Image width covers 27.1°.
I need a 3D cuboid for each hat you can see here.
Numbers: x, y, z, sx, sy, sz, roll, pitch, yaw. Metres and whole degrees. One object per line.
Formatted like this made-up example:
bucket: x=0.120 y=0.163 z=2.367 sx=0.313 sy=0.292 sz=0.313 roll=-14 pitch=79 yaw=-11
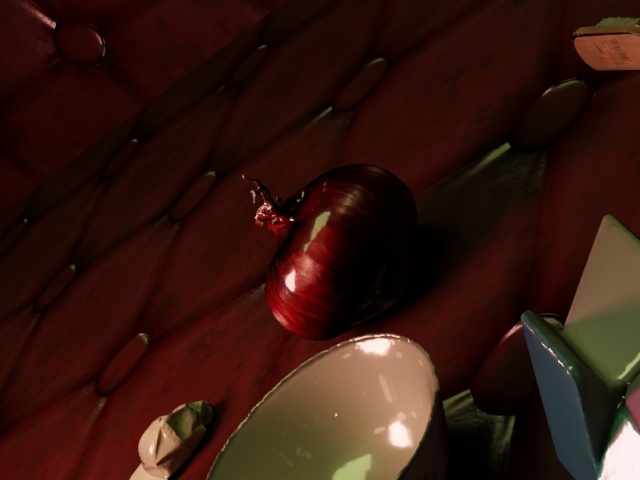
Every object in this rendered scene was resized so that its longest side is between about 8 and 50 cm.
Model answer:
hat: x=-0.244 y=0.316 z=2.053 sx=0.166 sy=0.081 sz=0.122 roll=-47 pitch=18 yaw=27

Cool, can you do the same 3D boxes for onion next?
onion: x=0.000 y=0.000 z=1.893 sx=0.273 sy=0.285 sz=0.273 roll=-59 pitch=4 yaw=7

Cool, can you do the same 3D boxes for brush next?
brush: x=0.463 y=-0.273 z=1.789 sx=0.065 sy=0.070 sz=0.327 roll=-42 pitch=22 yaw=-15

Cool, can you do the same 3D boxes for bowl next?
bowl: x=0.035 y=0.279 z=1.496 sx=0.337 sy=0.157 sz=0.337 roll=-33 pitch=27 yaw=19

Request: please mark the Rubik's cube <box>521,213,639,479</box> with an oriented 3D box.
Rubik's cube: x=0.341 y=0.161 z=0.933 sx=0.368 sy=0.358 sz=0.387 roll=-30 pitch=39 yaw=38
